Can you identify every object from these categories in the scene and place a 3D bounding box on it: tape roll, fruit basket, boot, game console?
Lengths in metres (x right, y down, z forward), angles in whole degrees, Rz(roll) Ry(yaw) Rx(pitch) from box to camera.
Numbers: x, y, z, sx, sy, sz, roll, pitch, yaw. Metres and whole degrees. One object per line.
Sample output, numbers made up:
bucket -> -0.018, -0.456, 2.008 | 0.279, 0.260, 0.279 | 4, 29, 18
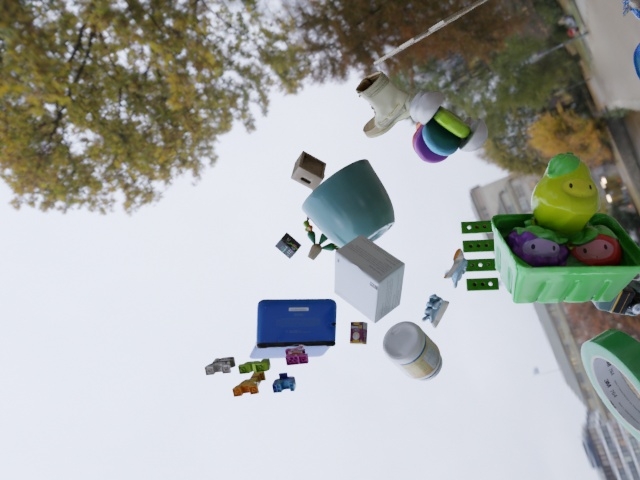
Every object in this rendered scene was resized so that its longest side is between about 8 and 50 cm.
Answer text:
tape roll -> 0.823, 0.390, 1.621 | 0.321, 0.077, 0.321 | 60, 176, 6
fruit basket -> 0.665, -0.031, 1.658 | 0.392, 0.392, 0.283 | 49, -161, -33
boot -> 0.194, -0.481, 2.187 | 0.203, 0.262, 0.095 | 28, -123, -28
game console -> -0.104, 0.328, 2.257 | 0.173, 0.293, 0.250 | -167, 79, -73

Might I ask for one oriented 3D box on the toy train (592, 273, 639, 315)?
toy train -> 1.050, 0.149, 2.241 | 0.334, 0.190, 0.142 | -90, 12, -61

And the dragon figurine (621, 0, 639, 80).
dragon figurine -> 0.592, -0.317, 1.051 | 0.144, 0.085, 0.289 | -17, -86, -77

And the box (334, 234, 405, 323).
box -> 0.142, 0.114, 1.836 | 0.119, 0.181, 0.182 | -32, -39, -30

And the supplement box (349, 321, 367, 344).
supplement box -> 0.144, 0.349, 2.318 | 0.043, 0.055, 0.083 | 26, -118, -57

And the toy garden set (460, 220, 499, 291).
toy garden set -> 0.594, 0.054, 2.126 | 0.049, 0.204, 0.244 | 71, -163, -75

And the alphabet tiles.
alphabet tiles -> 0.305, -0.568, 1.655 | 0.342, 0.285, 0.011 | -36, -78, -29

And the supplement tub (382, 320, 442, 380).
supplement tub -> 0.304, 0.365, 2.003 | 0.199, 0.144, 0.144 | 46, -147, -44

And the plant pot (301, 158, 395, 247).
plant pot -> 0.118, -0.100, 2.143 | 0.235, 0.293, 0.293 | 55, -156, 11

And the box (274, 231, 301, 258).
box -> -0.131, 0.021, 2.508 | 0.083, 0.052, 0.062 | 40, -141, -4

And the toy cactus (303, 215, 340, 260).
toy cactus -> 0.000, 0.000, 2.670 | 0.219, 0.180, 0.112 | 33, 178, -9

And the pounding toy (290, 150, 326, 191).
pounding toy -> -0.041, -0.253, 2.431 | 0.141, 0.100, 0.130 | 27, -139, -15

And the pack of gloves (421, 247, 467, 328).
pack of gloves -> 0.303, 0.119, 1.553 | 0.046, 0.195, 0.232 | 29, 178, 22

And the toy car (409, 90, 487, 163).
toy car -> 0.255, -0.231, 1.321 | 0.159, 0.136, 0.182 | 32, -169, -9

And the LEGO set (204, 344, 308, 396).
LEGO set -> -0.127, 0.288, 1.357 | 0.093, 0.227, 0.087 | -55, -44, -77
